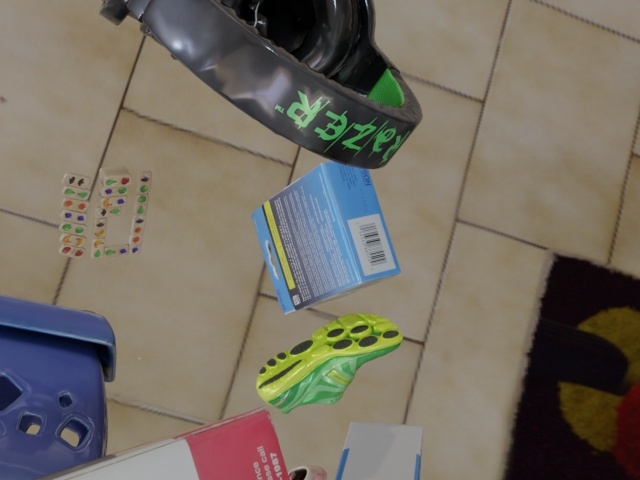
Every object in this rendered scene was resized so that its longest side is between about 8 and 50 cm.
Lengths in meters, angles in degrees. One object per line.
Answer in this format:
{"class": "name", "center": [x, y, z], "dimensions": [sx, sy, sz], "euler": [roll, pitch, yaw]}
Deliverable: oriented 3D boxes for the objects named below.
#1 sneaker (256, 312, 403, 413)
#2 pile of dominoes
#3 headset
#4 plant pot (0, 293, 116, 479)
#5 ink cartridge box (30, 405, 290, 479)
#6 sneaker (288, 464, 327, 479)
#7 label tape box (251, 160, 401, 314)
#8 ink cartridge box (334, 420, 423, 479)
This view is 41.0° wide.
{"class": "sneaker", "center": [0.022, 0.236, 1.639], "dimensions": [0.295, 0.109, 0.123], "euler": [-26, 128, 6]}
{"class": "pile of dominoes", "center": [-0.468, -0.048, 1.869], "dimensions": [0.196, 0.251, 0.040], "euler": [-8, 42, -30]}
{"class": "headset", "center": [-0.082, -0.182, 0.698], "dimensions": [0.243, 0.185, 0.394], "euler": [14, 34, -46]}
{"class": "plant pot", "center": [-0.345, 0.186, 0.960], "dimensions": [0.236, 0.236, 0.212], "euler": [12, 66, -9]}
{"class": "ink cartridge box", "center": [-0.176, 0.293, 0.527], "dimensions": [0.384, 0.160, 0.279], "euler": [-8, 79, -48]}
{"class": "sneaker", "center": [-0.056, 0.470, 1.618], "dimensions": [0.134, 0.070, 0.051], "euler": [-41, 53, 10]}
{"class": "label tape box", "center": [0.000, 0.000, 1.792], "dimensions": [0.115, 0.347, 0.249], "euler": [-14, 82, -30]}
{"class": "ink cartridge box", "center": [0.094, 0.480, 1.373], "dimensions": [0.129, 0.223, 0.307], "euler": [2, 105, 8]}
